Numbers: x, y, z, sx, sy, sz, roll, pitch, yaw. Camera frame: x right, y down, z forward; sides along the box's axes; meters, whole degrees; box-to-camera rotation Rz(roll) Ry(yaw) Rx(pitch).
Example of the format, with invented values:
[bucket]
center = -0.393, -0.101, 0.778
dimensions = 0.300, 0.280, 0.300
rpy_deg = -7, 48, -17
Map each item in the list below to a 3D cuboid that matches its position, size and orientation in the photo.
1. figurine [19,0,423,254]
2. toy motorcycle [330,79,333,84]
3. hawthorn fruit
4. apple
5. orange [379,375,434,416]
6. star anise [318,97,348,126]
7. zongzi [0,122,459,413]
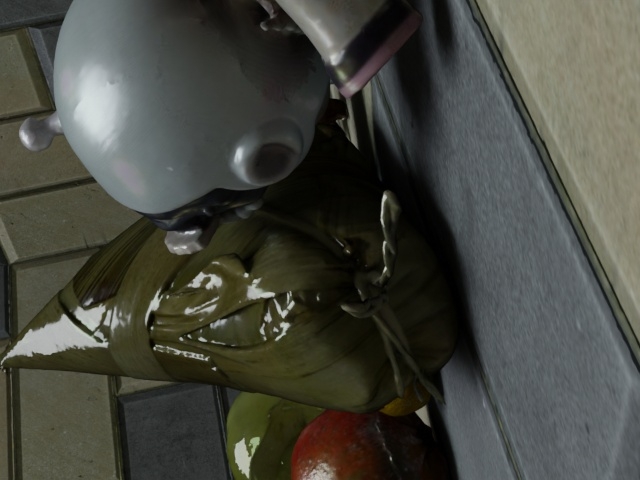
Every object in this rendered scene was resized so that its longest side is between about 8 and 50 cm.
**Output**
[figurine]
center = -0.082, -0.173, 0.919
dimensions = 0.361, 0.211, 0.253
rpy_deg = -47, 30, 47
[toy motorcycle]
center = -0.006, -0.248, 1.291
dimensions = 0.152, 0.073, 0.225
rpy_deg = 86, 169, -61
[hawthorn fruit]
center = 0.048, 0.251, 1.248
dimensions = 0.173, 0.172, 0.173
rpy_deg = 168, 90, -86
[apple]
center = -0.018, 0.334, 1.863
dimensions = 0.279, 0.279, 0.279
rpy_deg = 168, 90, -86
[orange]
center = 0.075, 0.134, 1.187
dimensions = 0.095, 0.085, 0.085
rpy_deg = -101, 1, -68
[star anise]
center = -0.041, -0.144, 1.546
dimensions = 0.234, 0.177, 0.073
rpy_deg = 85, -155, -44
[zongzi]
center = -0.110, 0.107, 1.074
dimensions = 0.218, 0.466, 0.500
rpy_deg = 57, -179, -18
